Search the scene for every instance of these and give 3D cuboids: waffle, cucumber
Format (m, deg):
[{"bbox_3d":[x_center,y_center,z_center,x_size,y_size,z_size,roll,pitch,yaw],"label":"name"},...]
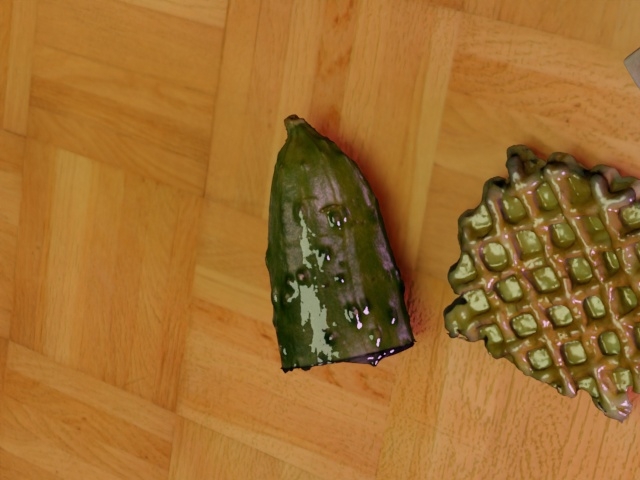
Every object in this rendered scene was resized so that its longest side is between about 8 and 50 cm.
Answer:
[{"bbox_3d":[0.217,0.027,1.193,0.223,0.054,0.204,27,115,22],"label":"waffle"},{"bbox_3d":[0.003,-0.001,1.289,0.134,0.134,0.244,-13,90,34],"label":"cucumber"}]

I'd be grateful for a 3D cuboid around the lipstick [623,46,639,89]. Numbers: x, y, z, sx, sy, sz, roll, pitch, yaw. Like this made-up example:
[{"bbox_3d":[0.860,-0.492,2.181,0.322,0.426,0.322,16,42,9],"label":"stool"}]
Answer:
[{"bbox_3d":[0.352,-0.187,1.041,0.253,0.077,0.079,-38,80,32],"label":"lipstick"}]
